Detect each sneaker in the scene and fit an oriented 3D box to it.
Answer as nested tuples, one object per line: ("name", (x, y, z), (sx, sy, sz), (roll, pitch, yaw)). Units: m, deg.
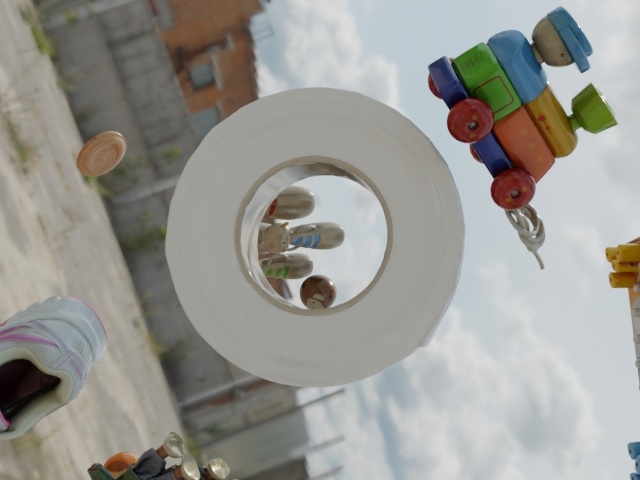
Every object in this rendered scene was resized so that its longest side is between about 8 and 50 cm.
("sneaker", (-0.322, 0.137, 1.045), (0.111, 0.252, 0.103), (-106, 170, -70))

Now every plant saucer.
("plant saucer", (-0.327, -0.128, 1.714), (0.013, 0.083, 0.083), (47, -17, 27))

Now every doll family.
("doll family", (-0.087, 0.225, 0.800), (0.193, 0.111, 0.076), (51, 15, 7))

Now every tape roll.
("tape roll", (0.000, 0.000, 1.101), (0.100, 0.286, 0.286), (36, 32, -82))

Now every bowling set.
("bowling set", (-0.058, 0.003, 1.617), (0.287, 0.154, 0.200), (-52, -129, 44))

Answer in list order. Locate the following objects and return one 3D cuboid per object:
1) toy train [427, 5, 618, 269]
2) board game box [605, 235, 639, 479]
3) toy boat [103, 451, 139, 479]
("toy train", (0.216, -0.092, 1.070), (0.248, 0.143, 0.105), (52, 15, -32))
("board game box", (0.514, 0.160, 1.621), (0.390, 0.050, 0.390), (123, -36, -77))
("toy boat", (-0.271, 0.348, 1.480), (0.231, 0.151, 0.151), (-149, -101, -77))
